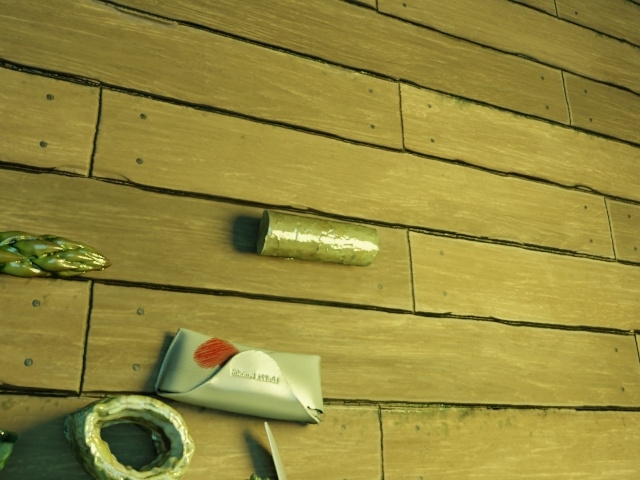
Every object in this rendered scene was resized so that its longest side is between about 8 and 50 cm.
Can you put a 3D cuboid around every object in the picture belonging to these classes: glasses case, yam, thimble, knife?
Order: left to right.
[{"bbox_3d":[-0.295,0.304,0.958,0.190,0.143,0.137,35,61,-11],"label":"thimble"},{"bbox_3d":[-0.122,0.238,1.105,0.308,0.083,0.128,16,66,-22],"label":"glasses case"},{"bbox_3d":[-0.062,0.432,1.086,0.032,0.058,0.244,-17,78,8],"label":"knife"},{"bbox_3d":[0.000,0.000,1.249,0.259,0.093,0.093,8,69,-24],"label":"yam"}]

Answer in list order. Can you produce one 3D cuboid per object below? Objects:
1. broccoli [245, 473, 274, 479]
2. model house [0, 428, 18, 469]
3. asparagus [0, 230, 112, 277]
[{"bbox_3d":[-0.104,0.535,0.996,0.165,0.145,0.304,-11,88,-40],"label":"broccoli"},{"bbox_3d":[-0.572,0.322,0.780,0.253,0.184,0.291,41,68,-41],"label":"model house"},{"bbox_3d":[-0.480,0.022,1.008,0.287,0.080,0.080,7,69,-25],"label":"asparagus"}]
